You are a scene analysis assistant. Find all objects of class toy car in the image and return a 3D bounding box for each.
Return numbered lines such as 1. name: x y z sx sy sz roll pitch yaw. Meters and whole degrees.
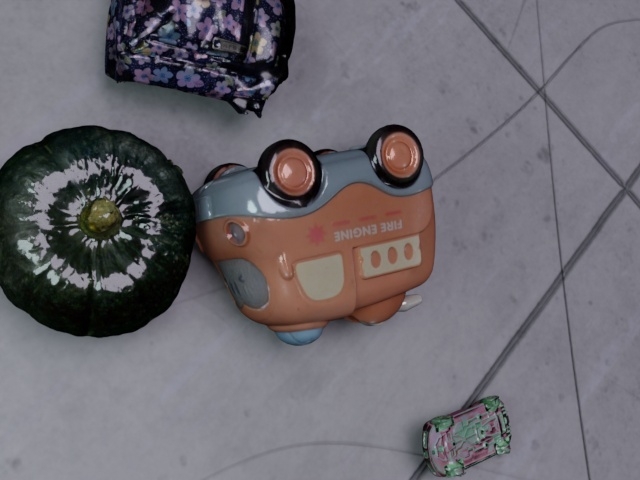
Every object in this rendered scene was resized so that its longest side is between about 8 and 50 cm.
1. toy car: 0.000 0.000 1.034 0.271 0.180 0.212 -11 91 -28
2. toy car: 0.168 0.229 1.111 0.142 0.055 0.069 -12 90 -38

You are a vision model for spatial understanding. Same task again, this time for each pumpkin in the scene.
1. pumpkin: -0.223 -0.010 0.933 0.212 0.152 0.211 0 91 -10

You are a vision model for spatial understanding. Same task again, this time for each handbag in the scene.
1. handbag: -0.130 -0.254 1.063 0.208 0.127 0.228 9 64 -22
